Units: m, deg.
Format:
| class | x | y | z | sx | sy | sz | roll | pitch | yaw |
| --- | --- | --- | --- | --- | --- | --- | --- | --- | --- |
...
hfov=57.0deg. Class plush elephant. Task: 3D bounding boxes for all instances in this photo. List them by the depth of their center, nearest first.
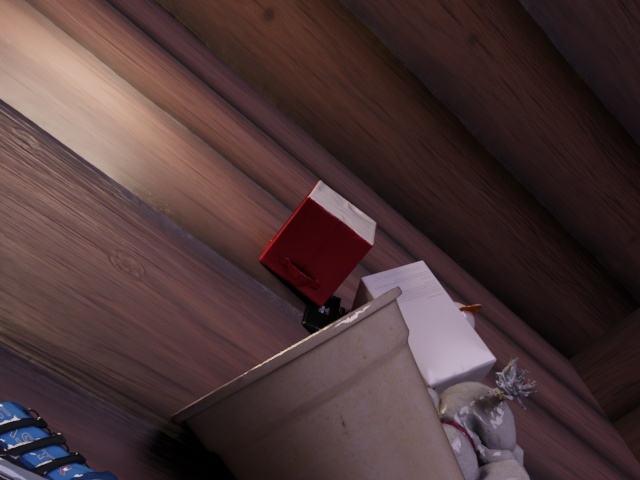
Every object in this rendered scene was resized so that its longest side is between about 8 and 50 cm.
| class | x | y | z | sx | sy | sz | roll | pitch | yaw |
| --- | --- | --- | --- | --- | --- | --- | --- | --- | --- |
| plush elephant | 0.218 | 0.366 | 0.998 | 0.256 | 0.329 | 0.272 | -21 | 50 | -40 |

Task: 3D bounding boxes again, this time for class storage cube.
| class | x | y | z | sx | sy | sz | roll | pitch | yaw |
| --- | --- | --- | --- | --- | --- | --- | --- | --- | --- |
| storage cube | 0.000 | 0.000 | 1.376 | 0.184 | 0.193 | 0.215 | 37 | 19 | -4 |

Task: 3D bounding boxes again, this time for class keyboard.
| class | x | y | z | sx | sy | sz | roll | pitch | yaw |
| --- | --- | --- | --- | --- | --- | --- | --- | --- | --- |
| keyboard | 0.011 | 0.174 | 1.334 | 0.100 | 0.038 | 0.192 | 21 | 20 | 0 |

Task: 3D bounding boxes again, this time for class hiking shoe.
| class | x | y | z | sx | sy | sz | roll | pitch | yaw |
| --- | --- | --- | --- | --- | --- | --- | --- | --- | --- |
| hiking shoe | -0.251 | 0.204 | 0.521 | 0.304 | 0.113 | 0.132 | 34 | 22 | -31 |

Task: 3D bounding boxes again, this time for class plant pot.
| class | x | y | z | sx | sy | sz | roll | pitch | yaw |
| --- | --- | --- | --- | --- | --- | --- | --- | --- | --- |
| plant pot | 0.031 | 0.271 | 0.750 | 0.305 | 0.334 | 0.334 | 61 | 20 | 8 |

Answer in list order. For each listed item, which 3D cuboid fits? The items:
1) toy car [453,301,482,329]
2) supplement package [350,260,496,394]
| class | x | y | z | sx | sy | sz | roll | pitch | yaw |
| --- | --- | --- | --- | --- | --- | --- | --- | --- | --- |
| toy car | 0.307 | 0.228 | 1.516 | 0.210 | 0.238 | 0.219 | 23 | 28 | -50 |
| supplement package | 0.214 | 0.223 | 1.326 | 0.178 | 0.175 | 0.292 | -13 | 51 | -23 |
